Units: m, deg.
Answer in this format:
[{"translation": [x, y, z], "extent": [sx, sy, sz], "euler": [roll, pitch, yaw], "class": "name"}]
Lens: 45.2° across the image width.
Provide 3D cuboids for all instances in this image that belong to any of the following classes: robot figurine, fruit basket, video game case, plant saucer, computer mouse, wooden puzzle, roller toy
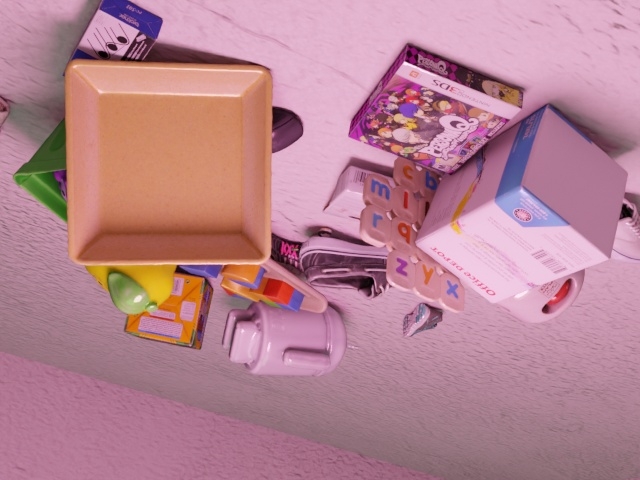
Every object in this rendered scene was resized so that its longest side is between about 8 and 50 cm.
[{"translation": [-0.078, 0.263, 2.057], "extent": [0.354, 0.300, 0.199], "euler": [6, 111, -25], "class": "robot figurine"}, {"translation": [-0.388, -0.021, 1.490], "extent": [0.283, 0.392, 0.392], "euler": [-3, 150, 23], "class": "fruit basket"}, {"translation": [0.185, -0.208, 1.282], "extent": [0.210, 0.041, 0.232], "euler": [19, 151, -14], "class": "video game case"}, {"translation": [-0.250, -0.128, 1.297], "extent": [0.333, 0.332, 0.081], "euler": [0, -174, -9], "class": "plant saucer"}, {"translation": [-0.158, -0.176, 1.442], "extent": [0.262, 0.060, 0.184], "euler": [6, 151, 10], "class": "computer mouse"}, {"translation": [-0.194, 0.081, 1.840], "extent": [0.322, 0.080, 0.348], "euler": [9, 156, 39], "class": "wooden puzzle"}, {"translation": [0.416, 0.057, 1.543], "extent": [0.146, 0.191, 0.209], "euler": [31, 146, -33], "class": "roller toy"}]

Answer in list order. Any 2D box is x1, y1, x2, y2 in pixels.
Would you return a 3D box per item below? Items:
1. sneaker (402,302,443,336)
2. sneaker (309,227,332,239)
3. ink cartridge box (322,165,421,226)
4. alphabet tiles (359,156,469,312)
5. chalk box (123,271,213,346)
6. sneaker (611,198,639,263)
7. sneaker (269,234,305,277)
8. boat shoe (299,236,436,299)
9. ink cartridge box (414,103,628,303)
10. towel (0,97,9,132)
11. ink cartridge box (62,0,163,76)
[{"translation": [0.273, 0.223, 2.055], "extent": [0.076, 0.065, 0.166], "euler": [13, 154, -13], "class": "sneaker"}, {"translation": [0.000, 0.000, 1.747], "extent": [0.032, 0.037, 0.083], "euler": [22, 149, -17], "class": "sneaker"}, {"translation": [0.117, -0.079, 1.567], "extent": [0.189, 0.066, 0.232], "euler": [15, 173, -9], "class": "ink cartridge box"}, {"translation": [0.193, -0.012, 1.394], "extent": [0.284, 0.277, 0.021], "euler": [23, 144, -24], "class": "alphabet tiles"}, {"translation": [-0.394, 0.189, 2.052], "extent": [0.180, 0.179, 0.289], "euler": [10, 168, 0], "class": "chalk box"}, {"translation": [0.558, -0.028, 1.439], "extent": [0.258, 0.094, 0.091], "euler": [22, 155, -20], "class": "sneaker"}, {"translation": [-0.064, 0.030, 1.803], "extent": [0.075, 0.063, 0.170], "euler": [-24, 136, 37], "class": "sneaker"}, {"translation": [0.109, 0.081, 1.747], "extent": [0.335, 0.119, 0.121], "euler": [8, 151, -18], "class": "boat shoe"}, {"translation": [0.340, -0.052, 1.318], "extent": [0.198, 0.197, 0.270], "euler": [36, 146, -15], "class": "ink cartridge box"}, {"translation": [-0.758, -0.269, 1.489], "extent": [0.282, 0.049, 0.187], "euler": [22, 152, -23], "class": "towel"}, {"translation": [-0.344, -0.313, 1.261], "extent": [0.097, 0.046, 0.207], "euler": [25, 150, -24], "class": "ink cartridge box"}]
